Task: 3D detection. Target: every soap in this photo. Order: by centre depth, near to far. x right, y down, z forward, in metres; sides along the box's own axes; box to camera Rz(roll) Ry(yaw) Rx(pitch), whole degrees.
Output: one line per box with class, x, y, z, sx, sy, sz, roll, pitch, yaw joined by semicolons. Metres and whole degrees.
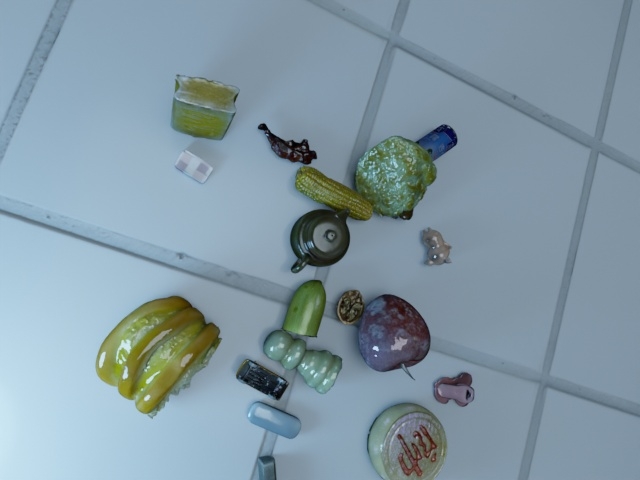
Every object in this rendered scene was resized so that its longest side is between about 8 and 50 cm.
soap;-0.335;-0.374;1.353;0.173;0.274;0.089;10;82;-17

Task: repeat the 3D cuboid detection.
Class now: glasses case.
glasses case;-0.155;0.772;1.445;0.047;0.070;0.205;-4;87;-22
glasses case;-0.143;0.560;1.475;0.178;0.045;0.067;29;78;-14

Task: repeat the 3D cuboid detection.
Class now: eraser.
eraser;-0.390;-0.227;1.456;0.105;0.026;0.065;31;80;-14

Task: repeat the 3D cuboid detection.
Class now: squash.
squash;-0.039;0.211;1.497;0.122;0.123;0.187;22;81;-16

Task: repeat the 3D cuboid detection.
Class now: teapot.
teapot;0.000;0.000;1.494;0.185;0.175;0.268;42;75;-9

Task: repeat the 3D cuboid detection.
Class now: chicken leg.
chicken leg;-0.108;-0.307;1.543;0.218;0.048;0.090;18;78;-16

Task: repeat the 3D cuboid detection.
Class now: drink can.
drink can;0.371;-0.317;1.679;0.235;0.097;0.097;-34;97;-17

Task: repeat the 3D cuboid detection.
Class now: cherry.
cherry;0.236;0.320;1.532;0.235;0.212;0.286;-2;62;-47

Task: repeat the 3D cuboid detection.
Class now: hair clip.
hair clip;0.477;0.534;1.692;0.138;0.102;0.123;1;83;14

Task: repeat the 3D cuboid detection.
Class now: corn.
corn;0.046;-0.147;1.556;0.291;0.101;0.101;28;78;-15

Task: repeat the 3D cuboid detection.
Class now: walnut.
walnut;0.094;0.221;1.573;0.091;0.052;0.121;28;76;-13

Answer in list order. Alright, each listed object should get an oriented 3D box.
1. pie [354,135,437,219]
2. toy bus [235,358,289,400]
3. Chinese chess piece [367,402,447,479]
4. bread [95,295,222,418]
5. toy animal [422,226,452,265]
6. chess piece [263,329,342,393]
pie;0.242;-0.207;1.572;0.256;0.106;0.275;25;119;-8
toy bus;-0.182;0.423;1.457;0.162;0.074;0.070;34;84;-16
Chinese chess piece;0.290;0.683;1.578;0.269;0.112;0.271;1;87;-19
bread;-0.442;0.307;1.309;0.315;0.211;0.270;-45;99;-19
toy animal;0.404;0.025;1.676;0.089;0.083;0.150;-9;72;-39
chess piece;-0.065;0.365;1.481;0.243;0.133;0.133;33;77;-7
